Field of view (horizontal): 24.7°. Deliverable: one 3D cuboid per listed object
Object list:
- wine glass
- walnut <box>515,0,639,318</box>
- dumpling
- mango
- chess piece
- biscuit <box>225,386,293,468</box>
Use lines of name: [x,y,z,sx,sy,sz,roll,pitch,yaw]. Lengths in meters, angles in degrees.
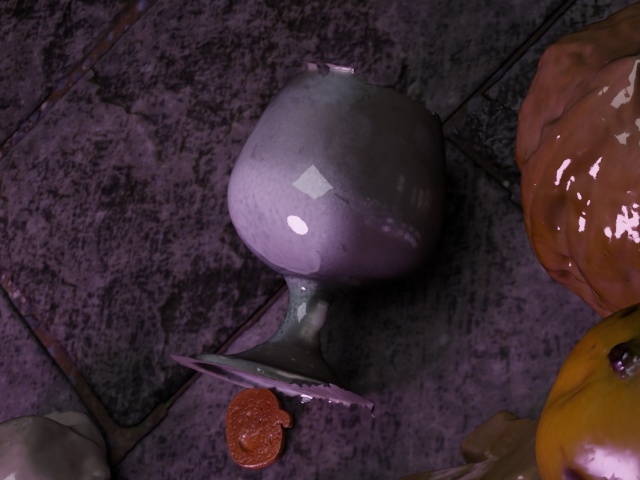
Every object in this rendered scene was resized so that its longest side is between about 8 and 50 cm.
wine glass: [0.000,0.000,1.491,0.238,0.238,0.322,7,75,30]
walnut: [0.316,-0.059,1.278,0.306,0.344,0.306,-13,53,18]
dumpling: [-0.308,0.260,1.584,0.162,0.132,0.250,-26,25,-7]
mango: [0.390,0.185,1.138,0.445,0.301,0.220,19,58,-6]
chess piece: [0.113,0.263,1.339,0.301,0.137,0.137,-36,53,-15]
biscuit: [-0.064,0.198,1.557,0.078,0.015,0.091,-15,61,19]
